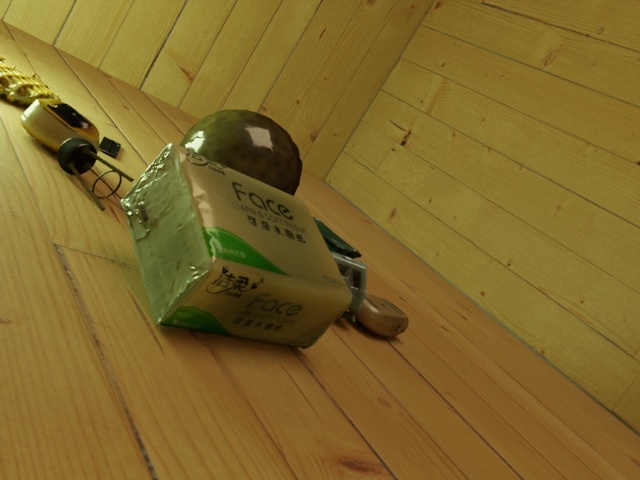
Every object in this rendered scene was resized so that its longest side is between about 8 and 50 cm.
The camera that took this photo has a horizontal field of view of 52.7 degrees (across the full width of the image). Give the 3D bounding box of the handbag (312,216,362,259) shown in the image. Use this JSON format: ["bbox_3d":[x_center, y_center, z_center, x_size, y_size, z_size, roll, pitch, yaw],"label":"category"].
[{"bbox_3d":[-0.004,0.003,2.380,0.274,0.100,0.269,37,8,18],"label":"handbag"}]

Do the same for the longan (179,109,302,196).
[{"bbox_3d":[-0.247,-0.214,2.002,0.391,0.391,0.391,31,11,-6],"label":"longan"}]

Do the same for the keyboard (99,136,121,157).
[{"bbox_3d":[-0.674,-0.300,2.067,0.064,0.010,0.198,27,12,-20],"label":"keyboard"}]

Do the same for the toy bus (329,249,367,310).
[{"bbox_3d":[-0.028,0.080,1.741,0.330,0.136,0.109,20,7,-4],"label":"toy bus"}]

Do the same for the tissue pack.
[{"bbox_3d":[-0.165,0.025,1.332,0.405,0.205,0.331,21,34,-48],"label":"tissue pack"}]

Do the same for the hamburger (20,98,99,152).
[{"bbox_3d":[-0.691,-0.290,1.726,0.210,0.116,0.173,37,19,4],"label":"hamburger"}]

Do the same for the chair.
[{"bbox_3d":[-0.548,-0.157,1.589,0.221,0.104,0.095,41,-13,19],"label":"chair"}]

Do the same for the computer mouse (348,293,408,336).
[{"bbox_3d":[0.166,0.221,1.892,0.145,0.082,0.236,38,10,31],"label":"computer mouse"}]

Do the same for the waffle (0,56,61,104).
[{"bbox_3d":[-0.955,-0.493,1.992,0.302,0.068,0.325,40,12,34],"label":"waffle"}]

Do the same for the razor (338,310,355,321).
[{"bbox_3d":[-0.009,0.182,1.730,0.211,0.036,0.084,18,4,-34],"label":"razor"}]
